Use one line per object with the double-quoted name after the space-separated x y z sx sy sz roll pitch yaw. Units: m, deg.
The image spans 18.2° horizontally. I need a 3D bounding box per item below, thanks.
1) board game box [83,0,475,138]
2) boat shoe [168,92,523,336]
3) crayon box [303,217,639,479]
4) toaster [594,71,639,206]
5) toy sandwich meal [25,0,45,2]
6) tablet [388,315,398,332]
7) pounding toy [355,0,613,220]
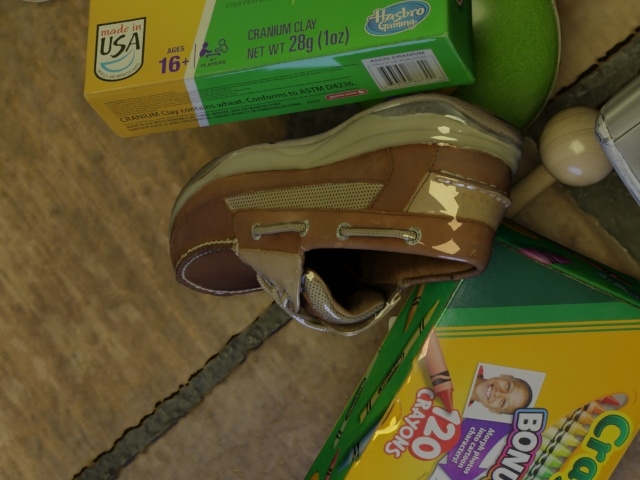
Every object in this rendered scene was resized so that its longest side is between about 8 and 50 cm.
-0.026 -0.234 1.300 0.242 0.064 0.316 -8 64 17 "board game box"
0.000 0.000 1.313 0.324 0.123 0.116 -22 58 52 "boat shoe"
0.108 0.131 1.355 0.165 0.081 0.278 24 106 -15 "crayon box"
0.275 -0.085 1.252 0.146 0.227 0.129 -36 86 35 "toaster"
-0.209 -0.212 1.457 0.086 0.029 0.085 1 97 11 "toy sandwich meal"
0.089 0.083 1.424 0.083 0.006 0.054 3 99 16 "tablet"
0.067 -0.106 1.315 0.183 0.110 0.237 -33 89 44 "pounding toy"
